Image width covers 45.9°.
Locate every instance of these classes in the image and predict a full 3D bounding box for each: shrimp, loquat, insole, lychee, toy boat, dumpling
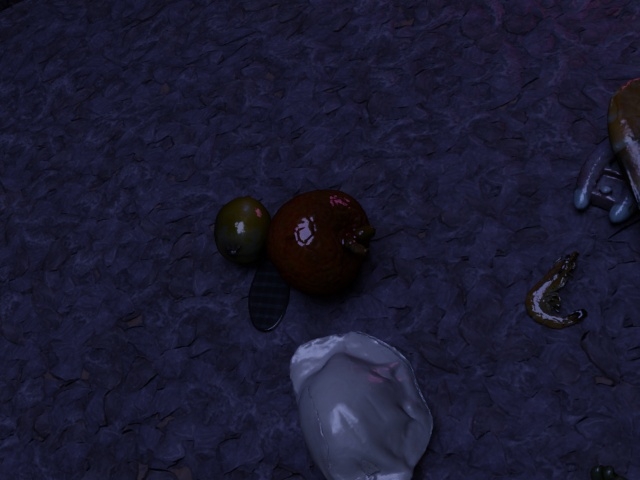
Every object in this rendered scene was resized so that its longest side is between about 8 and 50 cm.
[{"bbox_3d":[0.748,-0.151,1.594,0.272,0.085,0.445,3,67,-9],"label":"shrimp"},{"bbox_3d":[-0.188,-0.032,1.840,0.152,0.152,0.195,-7,42,15],"label":"loquat"},{"bbox_3d":[-0.112,0.078,1.831,0.110,0.012,0.309,1,60,21],"label":"insole"},{"bbox_3d":[0.000,0.000,1.700,0.300,0.255,0.255,-16,48,49],"label":"lychee"},{"bbox_3d":[0.516,0.108,1.582,0.178,0.034,0.124,-45,59,-9],"label":"shrimp"},{"bbox_3d":[0.654,-0.150,1.663,0.155,0.085,0.227,25,70,31],"label":"toy boat"},{"bbox_3d":[0.087,0.343,1.504,0.260,0.181,0.341,-21,32,-6],"label":"dumpling"}]

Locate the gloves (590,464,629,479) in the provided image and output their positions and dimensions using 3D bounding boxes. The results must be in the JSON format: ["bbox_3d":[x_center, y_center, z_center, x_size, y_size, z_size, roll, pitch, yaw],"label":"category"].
[{"bbox_3d":[0.541,0.509,1.282,0.135,0.107,0.268,-27,72,11],"label":"gloves"}]
